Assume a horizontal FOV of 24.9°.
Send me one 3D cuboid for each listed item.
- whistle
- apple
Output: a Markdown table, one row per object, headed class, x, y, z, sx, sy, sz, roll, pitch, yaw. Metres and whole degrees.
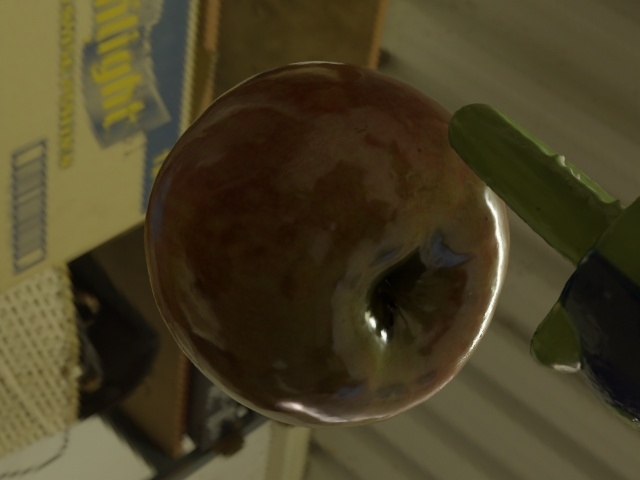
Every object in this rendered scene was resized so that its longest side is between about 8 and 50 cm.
| class | x | y | z | sx | sy | sz | roll | pitch | yaw |
| --- | --- | --- | --- | --- | --- | --- | --- | --- | --- |
| whistle | 0.126 | 0.029 | 0.483 | 0.227 | 0.105 | 0.085 | 42 | -77 | 24 |
| apple | 0.000 | 0.000 | 0.766 | 0.174 | 0.188 | 0.188 | 29 | -43 | 48 |
